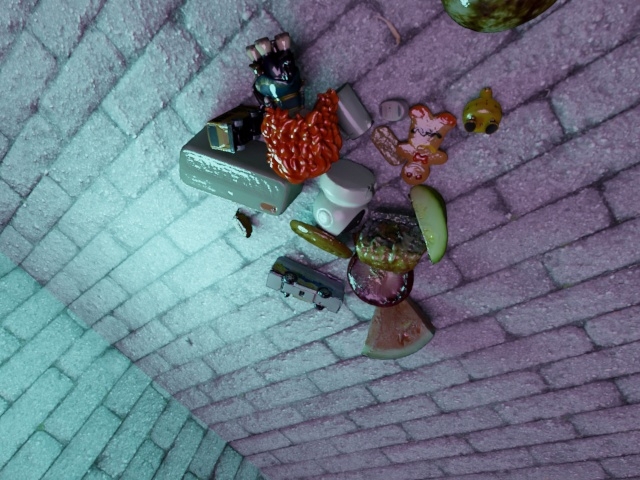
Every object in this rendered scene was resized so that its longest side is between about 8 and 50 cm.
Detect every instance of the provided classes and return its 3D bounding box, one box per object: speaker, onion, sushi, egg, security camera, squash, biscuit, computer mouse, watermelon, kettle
[{"bbox_3d":[-0.269,-0.235,1.401,0.406,0.184,0.183,20,126,5],"label":"speaker"},{"bbox_3d":[0.220,0.129,1.494,0.248,0.248,0.161,9,159,12],"label":"onion"},{"bbox_3d":[-0.306,-0.067,1.611,0.052,0.055,0.120,-30,100,43],"label":"sushi"},{"bbox_3d":[0.224,0.002,1.381,0.274,0.184,0.139,11,155,15],"label":"sushi"},{"bbox_3d":[0.409,-0.594,0.909,0.289,0.238,0.238,0,127,-11],"label":"egg"},{"bbox_3d":[0.068,-0.127,1.366,0.194,0.194,0.236,22,128,2],"label":"security camera"},{"bbox_3d":[0.348,-0.062,1.278,0.093,0.252,0.169,-30,110,30],"label":"squash"},{"bbox_3d":[0.000,0.001,1.465,0.262,0.037,0.262,29,172,5],"label":"biscuit"},{"bbox_3d":[0.219,-0.301,1.302,0.071,0.018,0.147,-31,109,33],"label":"biscuit"},{"bbox_3d":[0.223,-0.391,1.222,0.096,0.039,0.066,15,122,41],"label":"computer mouse"},{"bbox_3d":[0.318,-0.282,1.260,0.165,0.036,0.250,16,123,3],"label":"biscuit"},{"bbox_3d":[0.288,0.341,1.582,0.283,0.250,0.293,-17,119,21],"label":"watermelon"},{"bbox_3d":[0.077,-0.383,1.245,0.127,0.098,0.148,-31,113,26],"label":"kettle"}]

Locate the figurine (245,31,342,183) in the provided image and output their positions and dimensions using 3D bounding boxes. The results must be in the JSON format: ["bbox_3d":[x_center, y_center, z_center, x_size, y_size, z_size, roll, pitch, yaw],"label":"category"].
[{"bbox_3d":[-0.093,-0.378,1.176,0.412,0.241,0.306,60,148,4],"label":"figurine"}]

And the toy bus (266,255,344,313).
[{"bbox_3d":[-0.053,0.178,1.649,0.317,0.138,0.112,22,132,1],"label":"toy bus"}]

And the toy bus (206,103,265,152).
[{"bbox_3d":[-0.265,-0.363,1.308,0.114,0.201,0.098,13,127,19],"label":"toy bus"}]

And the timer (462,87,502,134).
[{"bbox_3d":[0.457,-0.362,1.153,0.107,0.109,0.107,12,156,6],"label":"timer"}]
